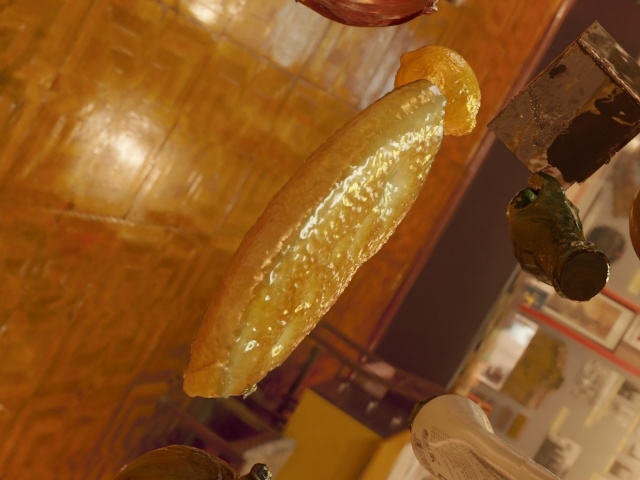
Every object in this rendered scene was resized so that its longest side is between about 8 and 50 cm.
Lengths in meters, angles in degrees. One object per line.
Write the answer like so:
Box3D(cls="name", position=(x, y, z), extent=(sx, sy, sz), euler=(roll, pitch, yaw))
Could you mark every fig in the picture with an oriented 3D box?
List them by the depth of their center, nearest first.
Box3D(cls="fig", position=(-0.161, 0.356, 1.416), extent=(0.190, 0.190, 0.290), euler=(-50, -158, -22))

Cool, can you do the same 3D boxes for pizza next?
Box3D(cls="pizza", position=(0.000, 0.000, 1.027), extent=(0.365, 0.074, 0.182), euler=(-55, 159, -5))

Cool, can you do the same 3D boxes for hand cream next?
Box3D(cls="hand cream", position=(0.157, 0.200, 0.908), extent=(0.076, 0.121, 0.336), euler=(-32, -163, -10))

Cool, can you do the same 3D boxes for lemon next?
Box3D(cls="lemon", position=(0.206, -0.256, 1.931), extent=(0.142, 0.187, 0.142), euler=(-36, -162, 13))

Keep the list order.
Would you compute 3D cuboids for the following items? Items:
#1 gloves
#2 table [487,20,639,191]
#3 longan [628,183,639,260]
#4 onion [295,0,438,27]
Box3D(cls="gloves", position=(0.302, -0.008, 1.450), extent=(0.268, 0.107, 0.135), euler=(-85, 171, -66))
Box3D(cls="table", position=(0.393, -0.194, 1.678), extent=(0.193, 0.172, 0.169), euler=(-44, 179, 28))
Box3D(cls="longan", position=(0.622, -0.027, 1.780), extent=(0.258, 0.258, 0.258), euler=(-49, 159, -26))
Box3D(cls="onion", position=(0.068, -0.472, 1.681), extent=(0.341, 0.341, 0.341), euler=(-49, 159, -26))
